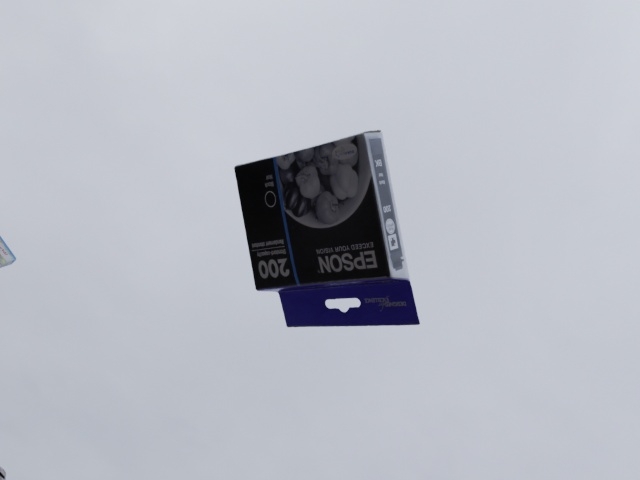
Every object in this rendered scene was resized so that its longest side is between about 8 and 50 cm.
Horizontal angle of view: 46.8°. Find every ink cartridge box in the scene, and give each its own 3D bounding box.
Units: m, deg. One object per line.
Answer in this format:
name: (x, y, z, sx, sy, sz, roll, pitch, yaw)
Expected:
ink cartridge box: (0.000, 0.000, 0.817, 0.206, 0.045, 0.208, -8, -85, 43)

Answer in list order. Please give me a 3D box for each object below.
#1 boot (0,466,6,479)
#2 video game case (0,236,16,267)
boot: (-0.623, 0.473, 1.316, 0.090, 0.207, 0.248, -26, -37, -6)
video game case: (-0.451, -0.004, 0.869, 0.015, 0.166, 0.119, -37, -92, 22)
